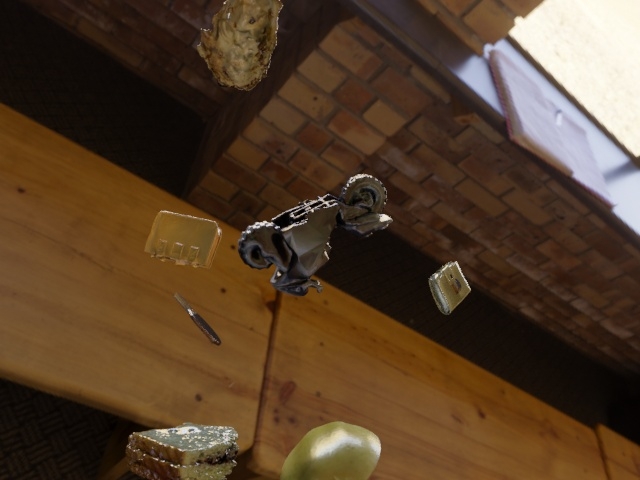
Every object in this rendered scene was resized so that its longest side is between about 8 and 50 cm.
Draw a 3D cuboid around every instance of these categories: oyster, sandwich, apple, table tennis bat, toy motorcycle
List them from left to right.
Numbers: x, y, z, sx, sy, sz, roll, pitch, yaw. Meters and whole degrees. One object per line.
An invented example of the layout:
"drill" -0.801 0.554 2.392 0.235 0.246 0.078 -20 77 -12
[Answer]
"sandwich" -0.407 0.670 1.743 0.325 0.262 0.131 14 80 -54
"table tennis bat" -0.399 0.257 1.785 0.220 0.019 0.130 48 -6 1
"oyster" -0.074 -0.217 0.567 0.086 0.029 0.132 45 71 -23
"toy motorcycle" 0.000 0.000 0.933 0.106 0.270 0.159 -133 -160 -64
"apple" 0.029 0.753 1.783 0.320 0.360 0.312 1 92 0

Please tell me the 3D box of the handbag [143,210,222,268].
"handbag" -0.170 0.000 0.684 0.083 0.027 0.061 12 69 10

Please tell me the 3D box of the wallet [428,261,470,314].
"wallet" 0.355 0.127 1.517 0.155 0.039 0.110 -26 92 -52
